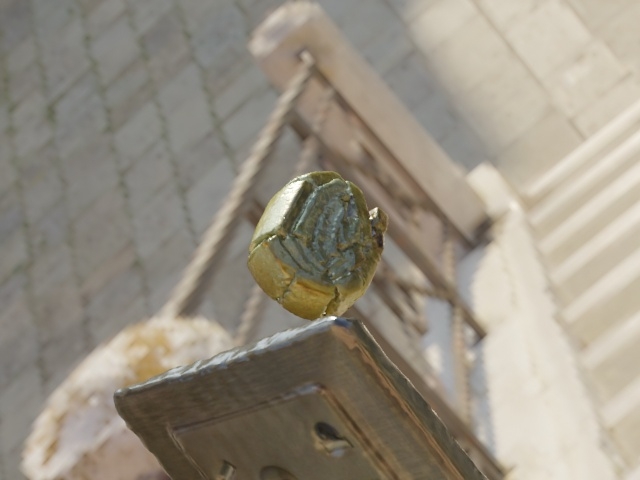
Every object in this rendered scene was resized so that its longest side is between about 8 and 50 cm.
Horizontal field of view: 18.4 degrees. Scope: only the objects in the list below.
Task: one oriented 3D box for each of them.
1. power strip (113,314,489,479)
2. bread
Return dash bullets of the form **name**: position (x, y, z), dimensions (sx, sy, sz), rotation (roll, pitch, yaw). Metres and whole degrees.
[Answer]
- **power strip**: position (0.019, 0.157, 1.306), dimensions (0.257, 0.251, 0.092), rotation (-21, 16, 46)
- **bread**: position (0.000, 0.000, 1.869), dimensions (0.064, 0.117, 0.156), rotation (-44, 21, 48)
